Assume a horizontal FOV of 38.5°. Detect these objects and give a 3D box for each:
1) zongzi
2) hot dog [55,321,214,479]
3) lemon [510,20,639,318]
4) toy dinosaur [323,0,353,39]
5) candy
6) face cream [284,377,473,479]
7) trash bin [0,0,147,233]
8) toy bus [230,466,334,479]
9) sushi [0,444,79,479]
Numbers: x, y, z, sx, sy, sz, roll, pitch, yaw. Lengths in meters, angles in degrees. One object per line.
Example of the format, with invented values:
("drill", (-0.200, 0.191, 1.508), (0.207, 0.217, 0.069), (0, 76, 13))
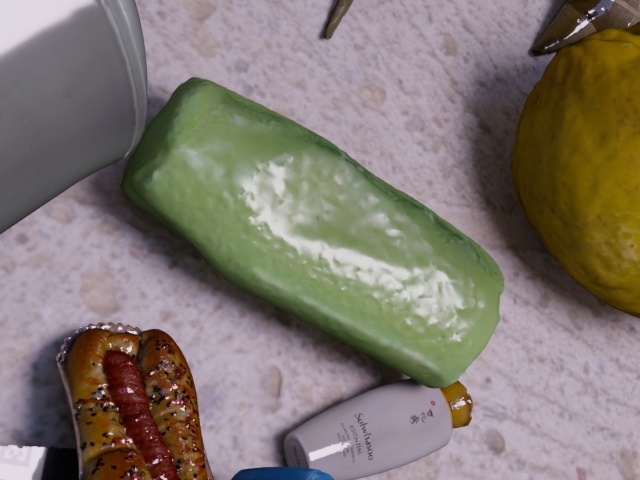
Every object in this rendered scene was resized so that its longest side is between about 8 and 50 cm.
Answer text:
("zongzi", (0.344, -0.247, 1.088), (0.160, 0.078, 0.176), (36, 86, -33))
("hot dog", (-0.130, 0.136, 0.664), (0.108, 0.059, 0.191), (9, 40, -32))
("lemon", (0.336, -0.057, 0.912), (0.285, 0.285, 0.316), (-17, 93, -32))
("toy dinosaur", (0.055, -0.343, 0.952), (0.199, 0.072, 0.252), (-15, 97, -22))
("candy", (0.000, 0.000, 0.784), (0.343, 0.132, 0.142), (33, 83, -17))
("face cream", (0.055, 0.167, 0.811), (0.182, 0.051, 0.072), (-11, 79, -33))
("trash bin", (-0.310, -0.078, 0.537), (0.432, 0.280, 0.280), (-44, 100, -29))
("toy bus", (-0.058, 0.281, 0.636), (0.246, 0.113, 0.134), (-51, 123, -47))
("sushi", (-0.194, 0.243, 0.648), (0.215, 0.050, 0.192), (14, 70, -35))
